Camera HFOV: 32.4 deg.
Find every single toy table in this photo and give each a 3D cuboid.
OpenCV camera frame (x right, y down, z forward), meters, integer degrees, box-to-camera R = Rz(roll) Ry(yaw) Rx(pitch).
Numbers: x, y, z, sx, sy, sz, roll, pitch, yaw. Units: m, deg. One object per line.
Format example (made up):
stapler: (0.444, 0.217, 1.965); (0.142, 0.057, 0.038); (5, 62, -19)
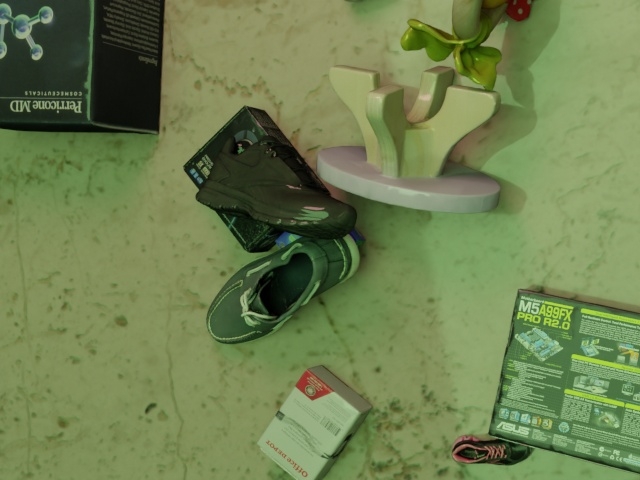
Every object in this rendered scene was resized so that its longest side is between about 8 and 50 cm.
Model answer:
toy table: (0.128, -0.151, 1.557); (0.274, 0.252, 0.161); (10, 111, 14)

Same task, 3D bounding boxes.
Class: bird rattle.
bird rattle: (0.236, -0.335, 1.485); (0.143, 0.207, 0.253); (35, 69, 20)

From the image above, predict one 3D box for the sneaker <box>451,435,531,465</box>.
sneaker: (0.245, 0.308, 1.598); (0.119, 0.057, 0.047); (-7, 86, 20)

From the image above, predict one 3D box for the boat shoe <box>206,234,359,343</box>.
boat shoe: (-0.083, 0.077, 1.673); (0.319, 0.099, 0.116); (-31, 83, 36)

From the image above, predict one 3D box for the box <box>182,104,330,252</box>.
box: (-0.100, -0.094, 1.719); (0.147, 0.077, 0.180); (-41, 76, 17)

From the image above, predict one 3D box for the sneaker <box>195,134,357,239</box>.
sneaker: (-0.062, -0.081, 1.581); (0.286, 0.109, 0.130); (18, 89, 37)

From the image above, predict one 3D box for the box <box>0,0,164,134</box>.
box: (-0.428, -0.376, 1.776); (0.294, 0.212, 0.395); (3, 93, 21)

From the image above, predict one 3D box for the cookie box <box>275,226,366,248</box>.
cookie box: (0.000, 0.000, 1.700); (0.107, 0.040, 0.092); (-43, 77, 18)

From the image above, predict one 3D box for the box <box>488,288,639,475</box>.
box: (0.387, 0.198, 1.528); (0.270, 0.060, 0.216); (11, 89, 21)

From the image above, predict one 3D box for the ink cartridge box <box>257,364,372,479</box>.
ink cartridge box: (-0.010, 0.285, 1.696); (0.109, 0.063, 0.150); (37, 104, 17)
